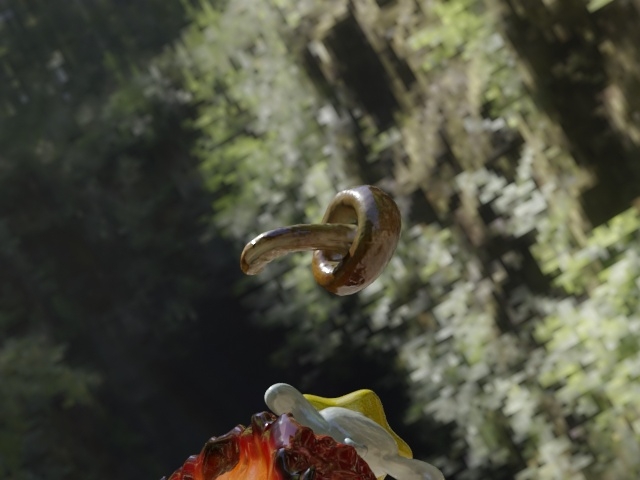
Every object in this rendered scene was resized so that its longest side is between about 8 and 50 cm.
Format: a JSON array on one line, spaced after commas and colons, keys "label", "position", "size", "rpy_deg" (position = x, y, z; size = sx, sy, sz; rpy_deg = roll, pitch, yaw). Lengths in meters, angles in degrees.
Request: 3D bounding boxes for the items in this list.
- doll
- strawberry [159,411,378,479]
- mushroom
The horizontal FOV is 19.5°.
[{"label": "doll", "position": [0.031, 0.145, 1.341], "size": [0.071, 0.135, 0.113], "rpy_deg": [-62, -22, -4]}, {"label": "strawberry", "position": [-0.017, 0.173, 0.812], "size": [0.111, 0.190, 0.236], "rpy_deg": [20, -4, -18]}, {"label": "mushroom", "position": [0.006, 0.005, 1.405], "size": [0.129, 0.088, 0.073], "rpy_deg": [-15, -32, 17]}]
